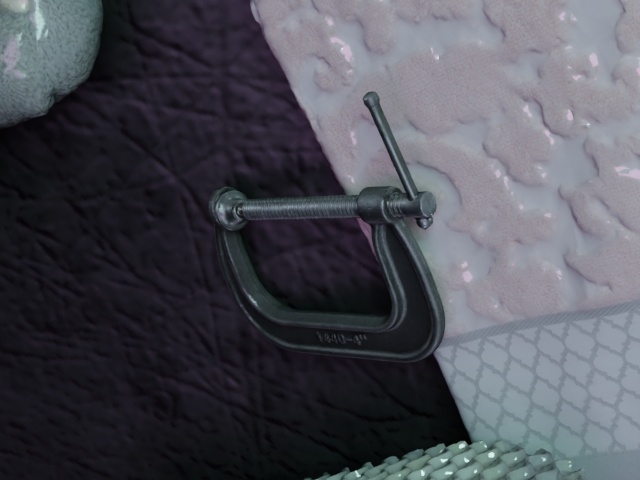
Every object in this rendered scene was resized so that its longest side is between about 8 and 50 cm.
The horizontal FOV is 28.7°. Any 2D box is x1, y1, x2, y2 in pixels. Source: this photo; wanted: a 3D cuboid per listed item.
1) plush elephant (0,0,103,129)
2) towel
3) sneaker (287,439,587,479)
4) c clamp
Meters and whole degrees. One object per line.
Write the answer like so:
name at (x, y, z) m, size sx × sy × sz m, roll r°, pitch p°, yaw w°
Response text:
plush elephant at (-0.306, -0.085, 0.544) m, size 0.330 × 0.272 × 0.255 m, roll -2°, pitch 138°, yaw 39°
towel at (0.145, -0.039, 0.509) m, size 0.332 × 0.053 × 0.317 m, roll -15°, pitch 106°, yaw 40°
sneaker at (0.018, 0.190, 0.603) m, size 0.293 × 0.102 × 0.146 m, roll -18°, pitch 90°, yaw 35°
c clamp at (0.000, 0.000, 0.601) m, size 0.161 × 0.022 × 0.137 m, roll -7°, pitch 117°, yaw 46°
